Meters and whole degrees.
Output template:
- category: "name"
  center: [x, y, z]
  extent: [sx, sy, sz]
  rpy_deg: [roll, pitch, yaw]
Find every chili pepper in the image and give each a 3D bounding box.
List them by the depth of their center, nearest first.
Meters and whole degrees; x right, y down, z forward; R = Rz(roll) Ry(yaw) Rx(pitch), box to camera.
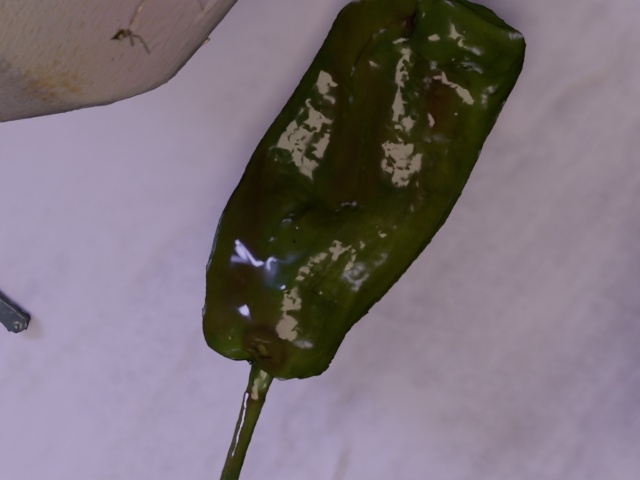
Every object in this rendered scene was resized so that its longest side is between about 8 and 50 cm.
- category: "chili pepper"
  center: [-0.002, -0.001, 0.592]
  extent: [0.072, 0.073, 0.204]
  rpy_deg: [34, 103, 11]

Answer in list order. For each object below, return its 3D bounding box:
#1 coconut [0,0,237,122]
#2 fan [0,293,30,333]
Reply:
- category: "coconut"
  center: [-0.080, -0.127, 0.502]
  extent: [0.161, 0.161, 0.162]
  rpy_deg: [41, 110, -11]
- category: "fan"
  center: [-0.179, -0.024, 0.639]
  extent: [0.175, 0.005, 0.113]
  rpy_deg: [44, 112, -12]
